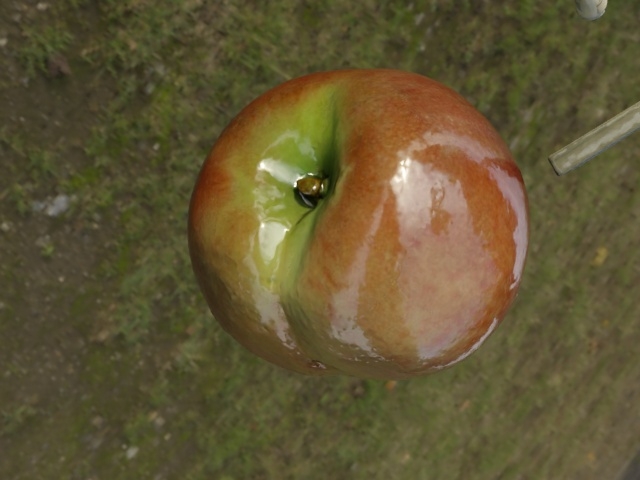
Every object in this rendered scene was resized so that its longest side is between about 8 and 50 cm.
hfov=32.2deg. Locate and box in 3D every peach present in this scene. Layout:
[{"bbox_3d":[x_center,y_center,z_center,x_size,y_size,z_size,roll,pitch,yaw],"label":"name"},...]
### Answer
[{"bbox_3d":[0.034,-0.008,0.832,0.252,0.252,0.252,-39,150,-27],"label":"peach"}]

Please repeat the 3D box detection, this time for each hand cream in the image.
[{"bbox_3d":[0.318,-0.315,1.328,0.143,0.039,0.061,43,54,-62],"label":"hand cream"}]

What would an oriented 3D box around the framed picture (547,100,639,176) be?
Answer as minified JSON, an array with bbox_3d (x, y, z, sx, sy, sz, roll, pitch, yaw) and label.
[{"bbox_3d":[0.344,-0.149,0.959,0.324,0.020,0.240,-33,175,16],"label":"framed picture"}]
